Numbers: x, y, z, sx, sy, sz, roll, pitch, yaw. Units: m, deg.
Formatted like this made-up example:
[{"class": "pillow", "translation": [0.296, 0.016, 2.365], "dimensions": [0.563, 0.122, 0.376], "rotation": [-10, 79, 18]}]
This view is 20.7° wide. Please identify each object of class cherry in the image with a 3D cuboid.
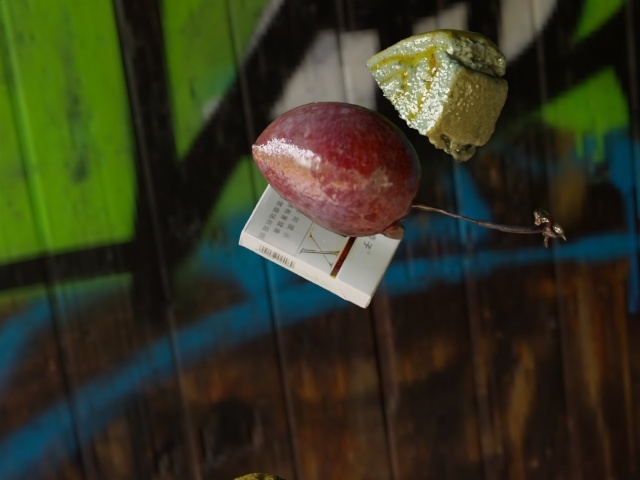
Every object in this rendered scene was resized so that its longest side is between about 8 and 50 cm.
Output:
[{"class": "cherry", "translation": [0.057, -0.035, 1.239], "dimensions": [0.225, 0.090, 0.107], "rotation": [20, -14, -17]}]

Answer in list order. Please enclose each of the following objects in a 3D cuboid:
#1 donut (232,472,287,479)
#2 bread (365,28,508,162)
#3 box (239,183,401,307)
[{"class": "donut", "translation": [-0.057, 0.282, 1.629], "dimensions": [0.140, 0.140, 0.059], "rotation": [-18, 24, -26]}, {"class": "bread", "translation": [0.122, -0.162, 1.721], "dimensions": [0.103, 0.110, 0.156], "rotation": [21, 23, -37]}, {"class": "box", "translation": [0.000, 0.000, 1.871], "dimensions": [0.154, 0.040, 0.084], "rotation": [27, 61, 4]}]
